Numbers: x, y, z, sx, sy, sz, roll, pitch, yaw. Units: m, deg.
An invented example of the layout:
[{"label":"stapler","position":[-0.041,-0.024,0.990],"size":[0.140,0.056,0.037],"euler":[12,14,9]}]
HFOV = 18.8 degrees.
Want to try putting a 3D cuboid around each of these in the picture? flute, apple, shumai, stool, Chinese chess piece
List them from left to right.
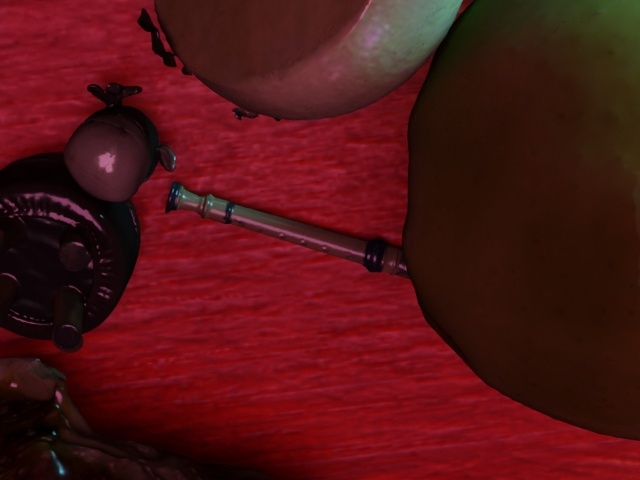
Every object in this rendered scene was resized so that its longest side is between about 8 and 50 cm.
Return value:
[{"label":"stool","position":[-0.180,-0.010,1.363],"size":[0.125,0.121,0.217],"euler":[35,108,-9]},{"label":"shumai","position":[-0.172,0.211,1.407],"size":[0.330,0.292,0.288],"euler":[-29,69,0]},{"label":"Chinese chess piece","position":[-0.009,-0.191,1.264],"size":[0.092,0.238,0.238],"euler":[15,113,-52]},{"label":"flute","position":[0.000,0.000,1.416],"size":[0.233,0.027,0.027],"euler":[16,106,-6]},{"label":"apple","position":[0.224,-0.039,1.251],"size":[0.357,0.357,0.357],"euler":[0,107,-1]}]
